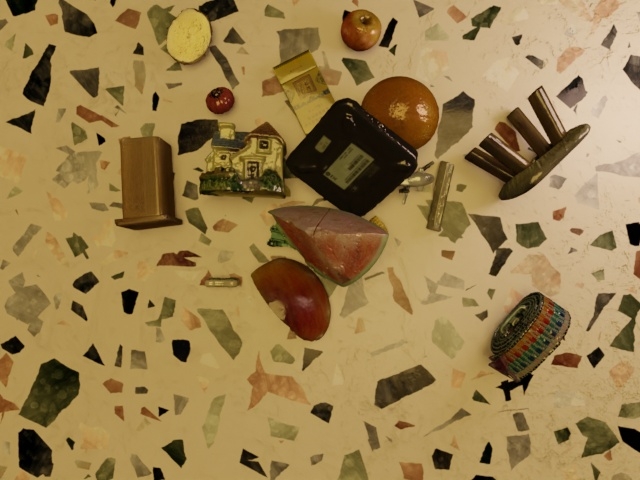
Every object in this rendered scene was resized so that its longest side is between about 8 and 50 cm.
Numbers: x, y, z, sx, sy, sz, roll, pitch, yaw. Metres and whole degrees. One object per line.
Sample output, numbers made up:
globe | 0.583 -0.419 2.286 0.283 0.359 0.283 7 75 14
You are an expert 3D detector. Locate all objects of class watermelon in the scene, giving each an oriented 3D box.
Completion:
watermelon | 0.014 0.024 1.785 0.319 0.292 0.222 -6 113 -33

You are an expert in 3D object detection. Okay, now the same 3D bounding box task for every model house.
model house | -0.261 -0.282 1.830 0.321 0.261 0.266 2 87 -3

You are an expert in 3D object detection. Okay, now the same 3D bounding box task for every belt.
belt | 0.699 0.316 1.799 0.160 0.207 0.295 36 107 -1

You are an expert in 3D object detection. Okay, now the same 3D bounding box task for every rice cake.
rice cake | 0.432 -0.161 1.890 0.057 0.052 0.256 13 91 33

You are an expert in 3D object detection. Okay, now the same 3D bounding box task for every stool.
stool | 0.678 -0.314 1.748 0.310 0.310 0.226 -45 87 0

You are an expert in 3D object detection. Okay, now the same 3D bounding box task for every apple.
apple | 0.143 -0.749 1.875 0.146 0.146 0.146 0 90 3
apple | -0.091 0.210 1.870 0.346 0.179 0.254 49 54 2

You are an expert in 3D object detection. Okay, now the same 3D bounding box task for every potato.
potato | -0.481 -0.747 1.932 0.164 0.081 0.200 25 94 -5

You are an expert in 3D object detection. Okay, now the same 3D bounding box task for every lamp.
lamp | -0.368 -0.513 1.917 0.107 0.092 0.107 -9 56 14

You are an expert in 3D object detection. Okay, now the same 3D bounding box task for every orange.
orange | 0.270 -0.426 1.792 0.274 0.274 0.274 0 90 3

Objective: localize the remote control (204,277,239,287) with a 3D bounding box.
remote control | -0.361 0.154 1.924 0.122 0.074 0.032 0 92 2

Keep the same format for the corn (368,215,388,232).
corn | 0.143 0.020 1.886 0.093 0.093 0.244 41 91 3

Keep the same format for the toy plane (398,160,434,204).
toy plane | 0.265 -0.225 1.869 0.273 0.107 0.182 15 103 0

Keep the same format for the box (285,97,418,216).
box | 0.102 -0.261 1.751 0.350 0.091 0.359 33 129 -18

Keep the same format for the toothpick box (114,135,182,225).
toothpick box | -0.624 -0.204 1.893 0.190 0.187 0.308 -5 86 4

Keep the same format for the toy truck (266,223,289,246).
toy truck | -0.115 -0.005 1.918 0.154 0.078 0.080 8 83 16

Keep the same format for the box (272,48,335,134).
box | -0.047 -0.542 1.925 0.153 0.041 0.279 -26 89 4
